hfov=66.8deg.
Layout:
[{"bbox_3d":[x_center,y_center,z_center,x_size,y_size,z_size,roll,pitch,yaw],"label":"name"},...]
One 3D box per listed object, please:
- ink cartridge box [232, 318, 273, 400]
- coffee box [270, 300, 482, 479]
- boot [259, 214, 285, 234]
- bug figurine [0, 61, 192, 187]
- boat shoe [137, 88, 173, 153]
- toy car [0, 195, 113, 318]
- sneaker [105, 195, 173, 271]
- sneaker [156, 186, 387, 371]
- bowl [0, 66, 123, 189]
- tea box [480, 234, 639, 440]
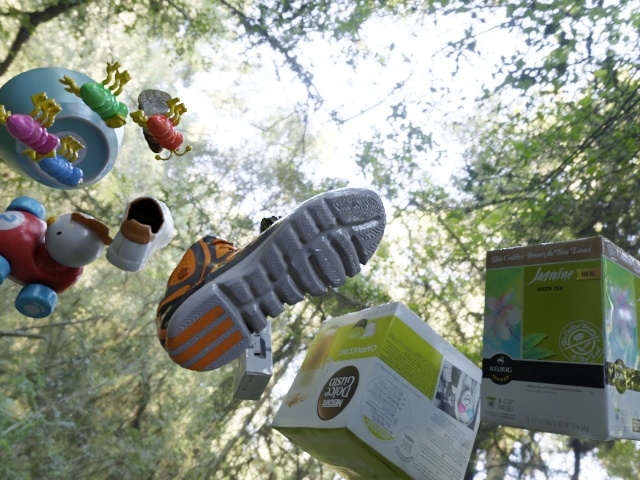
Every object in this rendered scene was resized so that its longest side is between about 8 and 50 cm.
[{"bbox_3d":[-0.135,0.233,0.964,0.135,0.056,0.099,-99,-153,-47],"label":"ink cartridge box"},{"bbox_3d":[0.148,0.405,1.210,0.338,0.334,0.338,41,-34,-15],"label":"coffee box"},{"bbox_3d":[0.000,0.000,0.883,0.246,0.207,0.094,103,-35,-65],"label":"boot"},{"bbox_3d":[-0.352,-0.161,0.751,0.216,0.279,0.072,54,19,-71],"label":"bug figurine"},{"bbox_3d":[-0.311,-0.228,0.911,0.178,0.064,0.060,-110,-149,-45],"label":"boat shoe"},{"bbox_3d":[-0.542,-0.003,0.999,0.238,0.219,0.210,-27,-53,19],"label":"toy car"},{"bbox_3d":[-0.352,-0.046,1.019,0.106,0.290,0.123,25,-72,-18],"label":"sneaker"},{"bbox_3d":[-0.078,0.017,0.632,0.180,0.321,0.124,28,-34,58],"label":"sneaker"},{"bbox_3d":[-0.628,-0.248,1.197,0.163,0.312,0.311,43,-30,42],"label":"bowl"},{"bbox_3d":[0.486,0.196,0.913,0.329,0.323,0.220,19,-21,-37],"label":"tea box"}]
